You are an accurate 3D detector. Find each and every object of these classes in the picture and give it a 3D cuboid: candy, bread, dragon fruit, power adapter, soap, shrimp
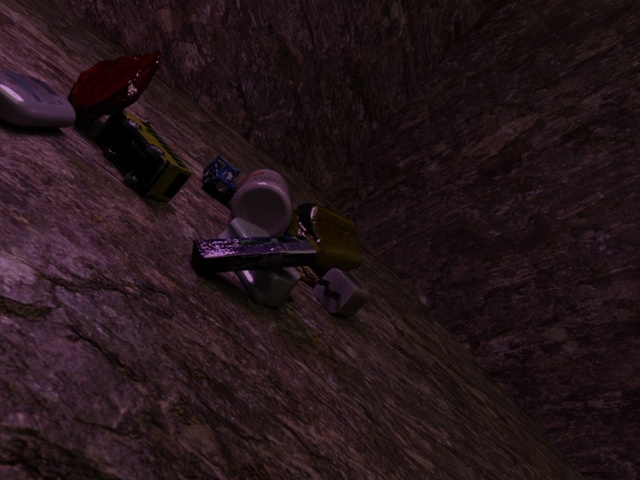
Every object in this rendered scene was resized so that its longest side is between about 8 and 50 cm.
[{"bbox_3d":[-0.164,0.033,1.211,0.313,0.061,0.088,-2,35,-29],"label":"candy"},{"bbox_3d":[0.000,0.000,1.908,0.377,0.209,0.251,22,56,-58],"label":"bread"},{"bbox_3d":[-0.632,-0.442,1.426,0.344,0.282,0.100,13,-33,36],"label":"dragon fruit"},{"bbox_3d":[0.058,0.175,1.629,0.130,0.125,0.205,48,11,30],"label":"power adapter"},{"bbox_3d":[-0.167,0.064,1.358,0.173,0.095,0.289,28,17,-50],"label":"soap"},{"bbox_3d":[-0.060,0.117,1.702,0.190,0.042,0.101,40,31,-7],"label":"shrimp"}]

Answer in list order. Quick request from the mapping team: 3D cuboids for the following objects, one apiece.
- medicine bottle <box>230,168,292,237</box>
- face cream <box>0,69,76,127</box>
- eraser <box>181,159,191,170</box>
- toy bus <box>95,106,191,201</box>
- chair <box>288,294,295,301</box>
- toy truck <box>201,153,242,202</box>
[{"bbox_3d":[-0.209,-0.144,1.756,0.211,0.211,0.371,39,10,-14],"label":"medicine bottle"},{"bbox_3d":[-0.699,-0.322,1.076,0.163,0.080,0.336,41,10,-7],"label":"face cream"},{"bbox_3d":[-0.532,-0.288,1.710,0.150,0.023,0.104,37,11,-21],"label":"eraser"},{"bbox_3d":[-0.497,-0.239,1.344,0.262,0.128,0.150,46,11,22],"label":"toy bus"},{"bbox_3d":[-0.101,0.139,1.432,0.086,0.042,0.037,45,9,17],"label":"chair"},{"bbox_3d":[-0.372,-0.242,1.812,0.113,0.126,0.208,36,11,-28],"label":"toy truck"}]
